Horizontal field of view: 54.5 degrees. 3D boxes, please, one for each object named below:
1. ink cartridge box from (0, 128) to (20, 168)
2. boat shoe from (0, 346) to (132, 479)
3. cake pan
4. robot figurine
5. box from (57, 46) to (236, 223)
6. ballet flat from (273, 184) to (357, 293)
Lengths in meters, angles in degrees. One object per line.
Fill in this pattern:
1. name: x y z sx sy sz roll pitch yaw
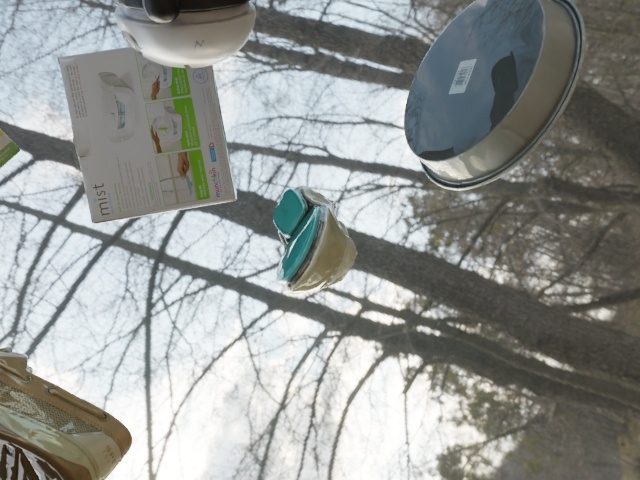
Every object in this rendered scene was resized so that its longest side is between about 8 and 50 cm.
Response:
1. ink cartridge box: -0.546 -0.150 0.807 0.235 0.056 0.171 53 -127 -28
2. boat shoe: -0.380 0.184 0.706 0.121 0.341 0.110 -67 -9 29
3. cake pan: 0.215 -0.213 0.844 0.054 0.293 0.293 22 -84 -28
4. robot figurine: -0.161 -0.337 0.697 0.209 0.174 0.278 -33 -44 -41
5. box: -0.272 -0.174 1.010 0.127 0.231 0.261 -138 38 -82
6. ballet flat: 0.000 0.000 0.658 0.248 0.086 0.086 -103 27 -68
